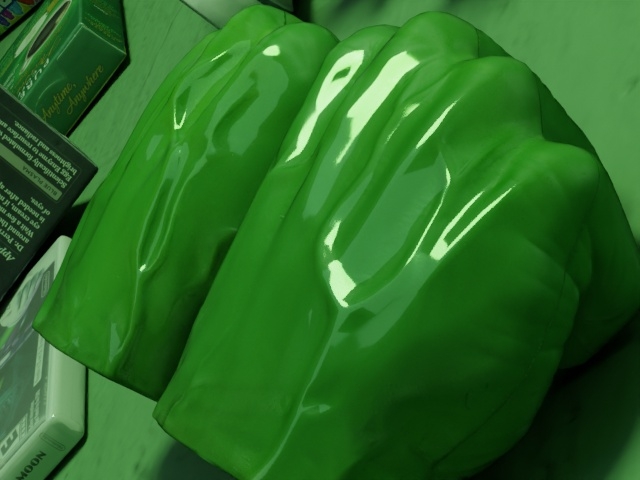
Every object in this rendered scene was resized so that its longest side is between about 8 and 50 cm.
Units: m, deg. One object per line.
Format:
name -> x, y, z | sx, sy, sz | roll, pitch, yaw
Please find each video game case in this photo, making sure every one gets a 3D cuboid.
video game case -> -0.178, 0.101, 0.830 | 0.173, 0.022, 0.190 | -48, 22, 15

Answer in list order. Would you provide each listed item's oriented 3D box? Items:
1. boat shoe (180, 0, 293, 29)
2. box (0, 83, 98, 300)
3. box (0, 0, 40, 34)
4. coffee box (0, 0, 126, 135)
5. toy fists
boat shoe -> -0.045, -0.179, 0.886 | 0.084, 0.095, 0.258 | -51, 22, 17
box -> -0.228, 0.004, 0.948 | 0.158, 0.093, 0.156 | -56, 15, -25
box -> -0.359, -0.337, 1.509 | 0.290, 0.279, 0.177 | -26, 34, 50
coffee box -> -0.186, -0.126, 1.163 | 0.113, 0.040, 0.184 | -51, 21, 12
toy fists -> 0.000, 0.000, 0.532 | 0.142, 0.096, 0.279 | -65, 24, -2
